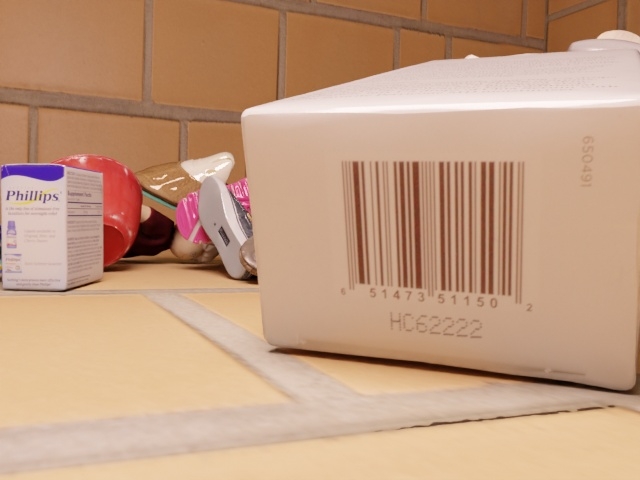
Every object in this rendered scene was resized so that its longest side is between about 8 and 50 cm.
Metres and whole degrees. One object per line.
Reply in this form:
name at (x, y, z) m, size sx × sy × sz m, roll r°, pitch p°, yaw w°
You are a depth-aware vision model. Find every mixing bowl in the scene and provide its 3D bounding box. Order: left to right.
mixing bowl at (-0.335, -0.022, 0.974) m, size 0.181 × 0.181 × 0.098 m, roll 0°, pitch 41°, yaw -34°

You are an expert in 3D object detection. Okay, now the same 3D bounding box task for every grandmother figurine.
grandmother figurine at (-0.331, -0.006, 1.143) m, size 0.342 × 0.104 × 0.207 m, roll 3°, pitch -14°, yaw -30°

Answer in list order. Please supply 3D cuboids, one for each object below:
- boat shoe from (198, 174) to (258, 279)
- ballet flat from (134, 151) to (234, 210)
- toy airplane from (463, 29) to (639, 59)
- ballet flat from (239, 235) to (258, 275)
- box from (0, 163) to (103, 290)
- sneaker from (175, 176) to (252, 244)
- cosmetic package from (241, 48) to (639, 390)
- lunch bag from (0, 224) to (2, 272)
boat shoe at (-0.115, -0.016, 0.981) m, size 0.083 × 0.183 × 0.065 m, roll 7°, pitch -45°, yaw -43°
ballet flat at (-0.143, -0.075, 1.164) m, size 0.342 × 0.124 × 0.116 m, roll 27°, pitch 18°, yaw -18°
toy airplane at (0.340, -0.127, 0.894) m, size 0.384 × 0.386 × 0.272 m, roll -4°, pitch -18°, yaw -20°
ballet flat at (-0.009, 0.030, 0.944) m, size 0.249 × 0.084 × 0.058 m, roll -3°, pitch -35°, yaw -40°
box at (-0.306, -0.016, 0.782) m, size 0.072 × 0.137 × 0.126 m, roll 1°, pitch 2°, yaw 0°
sneaker at (-0.099, -0.058, 1.075) m, size 0.252 × 0.103 × 0.111 m, roll -14°, pitch -8°, yaw -3°
cosmetic package at (0.145, -0.064, 0.569) m, size 0.230 × 0.162 × 0.453 m, roll 3°, pitch 19°, yaw 24°
lunch bag at (-0.450, 0.006, 0.794) m, size 0.128 × 0.096 × 0.151 m, roll 0°, pitch -13°, yaw 21°
